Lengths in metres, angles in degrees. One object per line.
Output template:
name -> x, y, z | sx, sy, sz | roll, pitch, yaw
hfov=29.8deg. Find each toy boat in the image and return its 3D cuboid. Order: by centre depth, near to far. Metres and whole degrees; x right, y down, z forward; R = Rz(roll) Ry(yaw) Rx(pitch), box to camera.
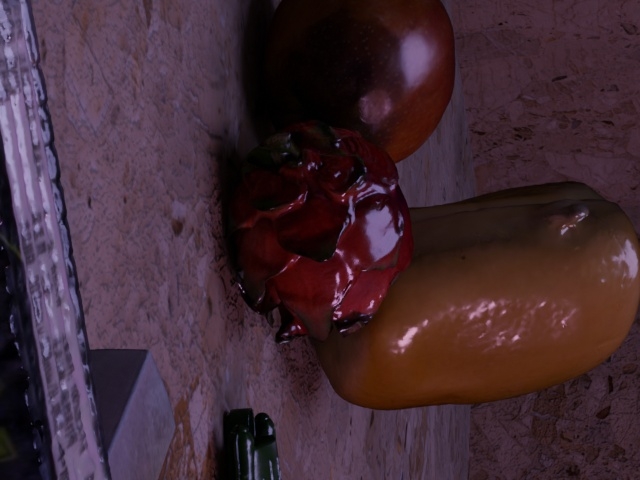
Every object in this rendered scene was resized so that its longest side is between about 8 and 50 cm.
toy boat -> -0.064, 0.265, 1.152 | 0.104, 0.052, 0.210 | -8, 97, -79

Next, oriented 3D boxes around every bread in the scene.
bread -> 0.174, 0.070, 1.480 | 0.348, 0.376, 0.253 | -152, -124, -75

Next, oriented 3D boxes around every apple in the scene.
apple -> 0.035, -0.188, 1.315 | 0.230, 0.230, 0.230 | -2, 90, -77

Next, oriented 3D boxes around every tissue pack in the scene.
tissue pack -> -0.175, 0.023, 0.448 | 0.073, 0.173, 0.235 | -53, 138, -69

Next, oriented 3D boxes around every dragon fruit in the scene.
dragon fruit -> 0.000, 0.000, 1.209 | 0.192, 0.193, 0.274 | -118, -168, -50

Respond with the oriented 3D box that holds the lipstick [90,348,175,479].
lipstick -> -0.167, 0.209, 0.658 | 0.371, 0.080, 0.076 | -76, 158, -52
